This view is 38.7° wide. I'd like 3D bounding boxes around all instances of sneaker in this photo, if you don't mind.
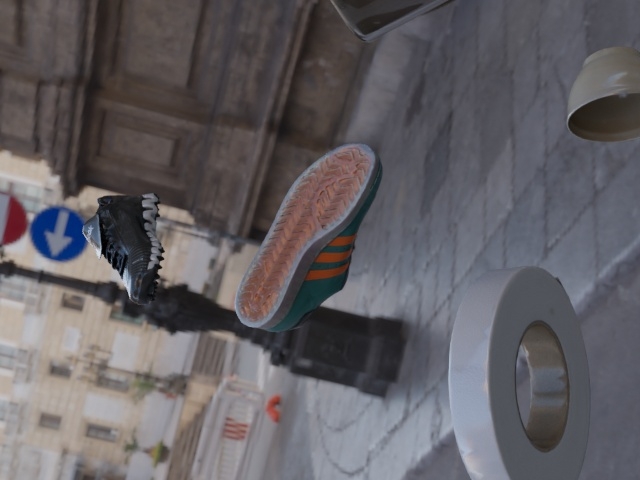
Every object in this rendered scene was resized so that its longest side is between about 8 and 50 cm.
[{"bbox_3d":[0.000,0.000,1.289,0.302,0.108,0.121,-55,-34,11],"label":"sneaker"},{"bbox_3d":[-0.272,0.008,1.244,0.234,0.106,0.078,-107,29,-54],"label":"sneaker"}]

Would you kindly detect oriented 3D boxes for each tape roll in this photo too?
[{"bbox_3d":[0.328,0.231,1.458,0.072,0.392,0.391,-9,58,37],"label":"tape roll"}]

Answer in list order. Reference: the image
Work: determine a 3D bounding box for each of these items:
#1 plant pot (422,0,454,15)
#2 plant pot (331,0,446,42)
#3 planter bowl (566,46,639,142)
[{"bbox_3d":[0.109,-0.376,0.830,0.263,0.229,0.263,-35,-6,-4],"label":"plant pot"},{"bbox_3d":[0.077,-0.284,0.371,0.323,0.281,0.323,-23,-90,-80],"label":"plant pot"},{"bbox_3d":[0.476,-0.243,1.470,0.162,0.162,0.109,118,155,-66],"label":"planter bowl"}]
